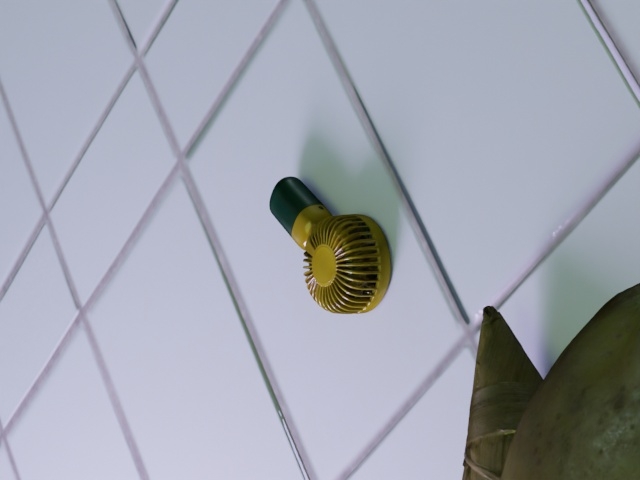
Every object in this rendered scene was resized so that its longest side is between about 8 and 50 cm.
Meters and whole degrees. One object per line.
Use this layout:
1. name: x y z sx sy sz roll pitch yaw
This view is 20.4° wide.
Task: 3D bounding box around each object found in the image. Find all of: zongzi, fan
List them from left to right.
1. fan: 0.000 0.000 1.469 0.155 0.039 0.082 48 129 43
2. zongzi: 0.163 0.138 1.223 0.160 0.078 0.176 4 87 48

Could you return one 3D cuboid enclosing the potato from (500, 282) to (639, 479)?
1. potato: 0.220 0.181 1.007 0.243 0.221 0.326 -23 71 43
